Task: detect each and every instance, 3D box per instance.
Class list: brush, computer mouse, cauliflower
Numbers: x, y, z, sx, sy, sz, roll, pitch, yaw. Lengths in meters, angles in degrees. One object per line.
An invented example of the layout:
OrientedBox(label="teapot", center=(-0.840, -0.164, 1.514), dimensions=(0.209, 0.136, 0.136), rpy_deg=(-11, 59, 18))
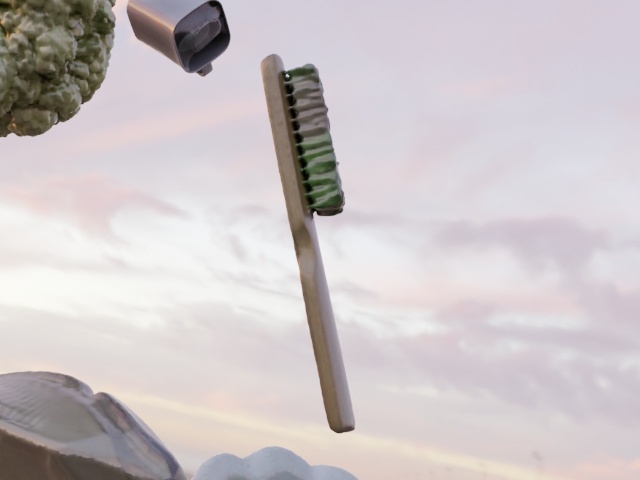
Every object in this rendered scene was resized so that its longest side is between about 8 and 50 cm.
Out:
OrientedBox(label="brush", center=(0.000, 0.000, 0.895), dimensions=(0.048, 0.282, 0.054), rpy_deg=(-11, -9, 5))
OrientedBox(label="computer mouse", center=(-0.267, 0.249, 1.291), dimensions=(0.429, 0.228, 0.145), rpy_deg=(12, 30, 34))
OrientedBox(label="cauliflower", center=(-0.394, -0.247, 1.478), dimensions=(0.281, 0.260, 0.327), rpy_deg=(19, -48, -23))

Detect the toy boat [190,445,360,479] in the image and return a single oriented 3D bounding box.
OrientedBox(label="toy boat", center=(0.015, 0.246, 0.705), dimensions=(0.290, 0.199, 0.100), rpy_deg=(32, -52, -10))

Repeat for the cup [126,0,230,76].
OrientedBox(label="cup", center=(-0.202, -0.304, 1.777), dimensions=(0.129, 0.095, 0.128), rpy_deg=(33, -27, 36))
